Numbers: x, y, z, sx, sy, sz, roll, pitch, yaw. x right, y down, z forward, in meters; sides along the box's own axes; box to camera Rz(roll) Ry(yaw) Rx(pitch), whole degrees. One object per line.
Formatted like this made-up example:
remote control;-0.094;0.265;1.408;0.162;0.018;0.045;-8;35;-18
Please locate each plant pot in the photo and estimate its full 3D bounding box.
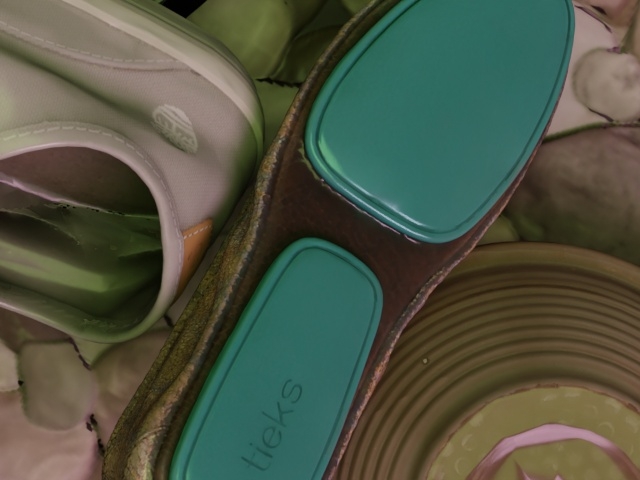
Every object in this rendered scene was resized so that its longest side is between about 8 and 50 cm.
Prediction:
plant pot;0.095;0.118;0.740;0.237;0.110;0.237;0;89;-2

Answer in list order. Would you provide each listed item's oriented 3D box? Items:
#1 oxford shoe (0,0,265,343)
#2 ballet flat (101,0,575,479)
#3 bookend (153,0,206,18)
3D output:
oxford shoe;-0.224;-0.073;0.647;0.449;0.169;0.130;21;53;-24
ballet flat;0.000;0.000;0.730;0.107;0.106;0.316;40;66;-13
bookend;-0.071;-0.198;0.761;0.157;0.072;0.156;-40;90;-3
